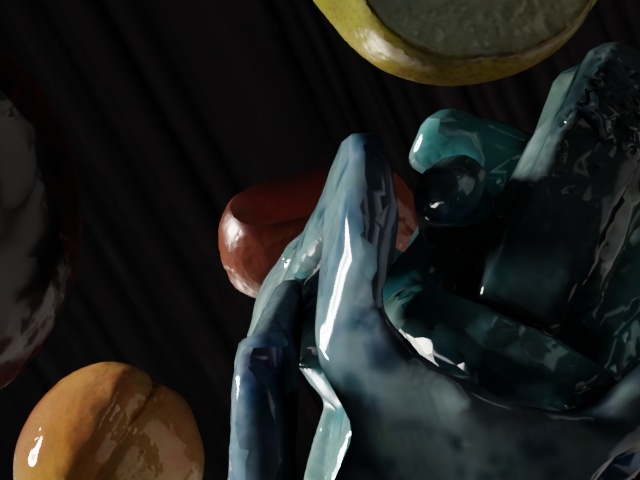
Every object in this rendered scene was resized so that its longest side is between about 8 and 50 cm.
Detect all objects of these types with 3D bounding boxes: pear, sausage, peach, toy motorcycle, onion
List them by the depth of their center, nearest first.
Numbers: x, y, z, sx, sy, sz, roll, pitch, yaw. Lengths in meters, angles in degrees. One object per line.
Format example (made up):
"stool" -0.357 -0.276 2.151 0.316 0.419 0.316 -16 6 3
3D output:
"toy motorcycle" 0.037 0.070 0.427 0.154 0.260 0.206 24 56 9
"pear" 0.055 -0.127 0.611 0.141 0.141 0.104 -31 -5 -7
"sausage" 0.000 0.000 0.645 0.094 0.054 0.059 -12 38 10
"onion" -0.246 -0.025 0.807 0.285 0.273 0.273 -24 19 47
"peach" -0.197 0.205 1.352 0.184 0.184 0.184 -22 24 11
